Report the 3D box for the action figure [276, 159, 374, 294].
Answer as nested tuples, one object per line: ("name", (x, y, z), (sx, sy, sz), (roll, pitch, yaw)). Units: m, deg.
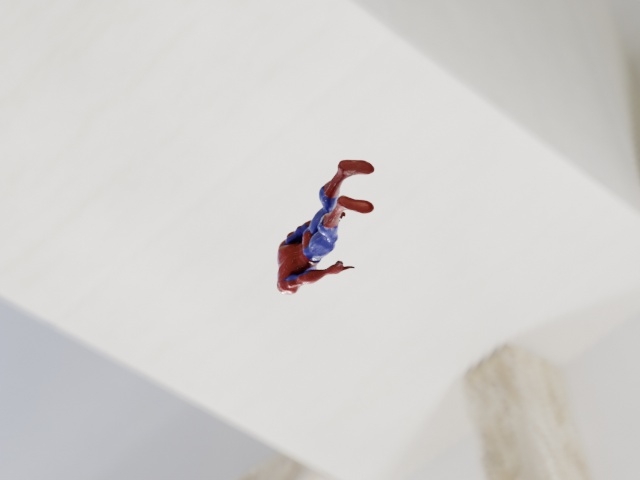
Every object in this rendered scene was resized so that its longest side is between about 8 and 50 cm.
("action figure", (0.000, 0.000, 0.986), (0.115, 0.030, 0.038), (130, -37, -53))
